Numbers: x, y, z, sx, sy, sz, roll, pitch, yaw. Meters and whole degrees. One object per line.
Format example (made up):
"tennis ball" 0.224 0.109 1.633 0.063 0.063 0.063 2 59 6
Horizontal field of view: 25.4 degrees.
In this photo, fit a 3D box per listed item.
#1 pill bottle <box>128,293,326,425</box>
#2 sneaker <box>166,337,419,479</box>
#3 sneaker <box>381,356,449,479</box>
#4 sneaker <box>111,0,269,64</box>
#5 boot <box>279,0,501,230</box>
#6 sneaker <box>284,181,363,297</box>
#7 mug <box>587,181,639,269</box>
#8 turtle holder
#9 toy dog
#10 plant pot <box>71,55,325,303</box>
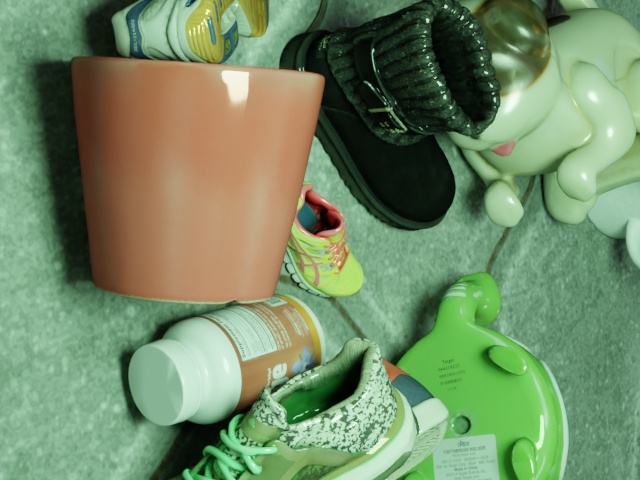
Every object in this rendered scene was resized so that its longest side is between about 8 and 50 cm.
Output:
"pill bottle" -0.105 0.138 1.599 0.216 0.121 0.121 -14 97 -46
"sneaker" -0.077 0.231 1.523 0.410 0.158 0.182 -34 138 -24
"sneaker" -0.018 0.261 1.699 0.350 0.148 0.131 -29 151 -26
"sneaker" -0.141 -0.271 1.600 0.296 0.131 0.112 -51 138 -67
"boot" 0.132 -0.144 1.772 0.348 0.260 0.131 47 55 -33
"sneaker" 0.000 0.000 1.742 0.208 0.094 0.081 47 53 -35
"mug" 0.591 -0.104 2.209 0.276 0.328 0.374 37 61 -39
"turtle holder" 0.197 0.223 1.867 0.320 0.243 0.227 57 16 25
"toy dog" 0.310 -0.215 1.961 0.408 0.284 0.395 6 82 -44
"plant pot" -0.137 -0.065 1.501 0.275 0.275 0.243 0 97 -47
